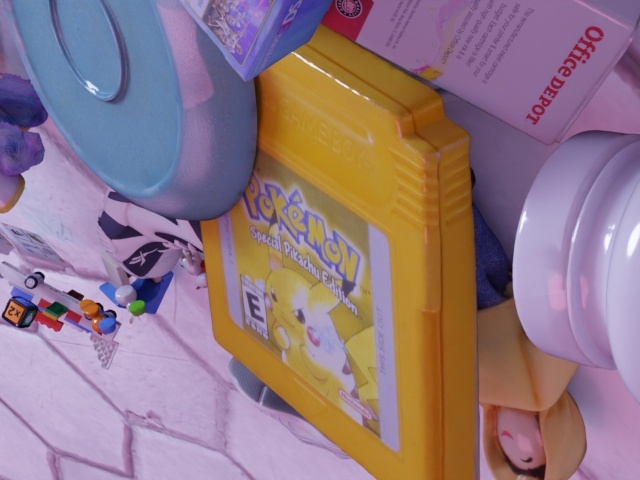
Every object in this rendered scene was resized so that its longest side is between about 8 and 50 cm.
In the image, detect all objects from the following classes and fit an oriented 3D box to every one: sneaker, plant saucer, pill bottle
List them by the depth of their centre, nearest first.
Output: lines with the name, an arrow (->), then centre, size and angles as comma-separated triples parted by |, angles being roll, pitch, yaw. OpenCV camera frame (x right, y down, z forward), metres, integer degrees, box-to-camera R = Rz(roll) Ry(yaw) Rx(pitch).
pill bottle -> 0.282, 0.030, 0.929 | 0.334, 0.188, 0.188 | 13, 141, 38
plant saucer -> -0.154, -0.153, 1.213 | 0.317, 0.044, 0.317 | 39, 144, 37
sneaker -> -0.096, -0.012, 1.393 | 0.153, 0.094, 0.235 | 40, 141, 18
sneaker -> -0.024, 0.160, 1.587 | 0.152, 0.053, 0.061 | 34, 153, 10

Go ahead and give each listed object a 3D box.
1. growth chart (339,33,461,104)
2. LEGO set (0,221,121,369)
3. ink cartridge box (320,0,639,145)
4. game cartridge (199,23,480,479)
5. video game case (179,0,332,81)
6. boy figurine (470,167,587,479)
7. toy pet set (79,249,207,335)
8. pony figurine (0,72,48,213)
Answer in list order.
growth chart -> 0.045, -0.174, 1.070 | 0.172, 0.021, 0.237 | -4, 130, 37
LEGO set -> -0.293, 0.037, 1.568 | 0.182, 0.060, 0.244 | 20, -169, -42
ink cartridge box -> 0.093, -0.150, 0.985 | 0.175, 0.072, 0.127 | 28, 146, -1
game cartridge -> 0.000, 0.000, 1.167 | 0.285, 0.053, 0.323 | 36, 144, 43
video game case -> -0.062, -0.254, 0.911 | 0.244, 0.061, 0.269 | 50, 150, 9
boy figurine -> 0.117, 0.074, 1.277 | 0.177, 0.092, 0.285 | 2, 130, 44
toy pet set -> -0.160, 0.053, 1.536 | 0.114, 0.122, 0.065 | 35, 149, 49
pony figurine -> -0.395, -0.167, 1.397 | 0.363, 0.303, 0.351 | 40, 163, -31
